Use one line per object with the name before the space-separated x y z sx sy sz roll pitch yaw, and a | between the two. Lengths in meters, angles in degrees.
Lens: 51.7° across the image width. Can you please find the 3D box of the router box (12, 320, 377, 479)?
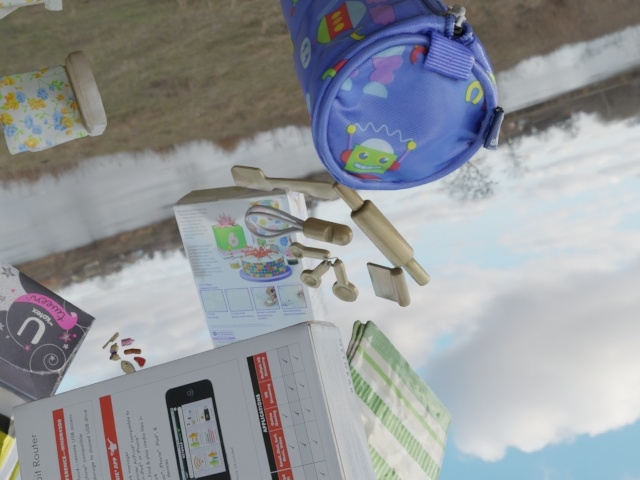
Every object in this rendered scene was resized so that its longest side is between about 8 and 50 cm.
router box | -0.094 0.267 0.560 0.301 0.335 0.082 -17 166 16

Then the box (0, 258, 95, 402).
box | -0.480 0.126 0.933 0.142 0.247 0.163 -30 -149 38

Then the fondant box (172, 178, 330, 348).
fondant box | -0.129 0.056 1.313 0.238 0.330 0.096 -4 -157 18

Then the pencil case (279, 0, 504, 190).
pencil case | 0.037 -0.167 0.518 0.133 0.119 0.306 -51 -148 29

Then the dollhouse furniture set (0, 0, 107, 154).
dollhouse furniture set | -0.392 -0.221 0.485 0.362 0.394 0.256 -18 -170 -18

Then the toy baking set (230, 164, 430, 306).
toy baking set | 0.005 -0.001 0.788 0.197 0.256 0.030 -17 -148 44

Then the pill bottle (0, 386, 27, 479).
pill bottle | -0.409 0.306 0.620 0.188 0.188 0.333 -14 -138 25

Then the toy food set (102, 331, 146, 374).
toy food set | -0.495 0.291 1.693 0.078 0.122 0.019 -50 175 -23

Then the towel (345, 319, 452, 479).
towel | 0.086 0.292 0.965 0.038 0.248 0.325 -32 -166 34
